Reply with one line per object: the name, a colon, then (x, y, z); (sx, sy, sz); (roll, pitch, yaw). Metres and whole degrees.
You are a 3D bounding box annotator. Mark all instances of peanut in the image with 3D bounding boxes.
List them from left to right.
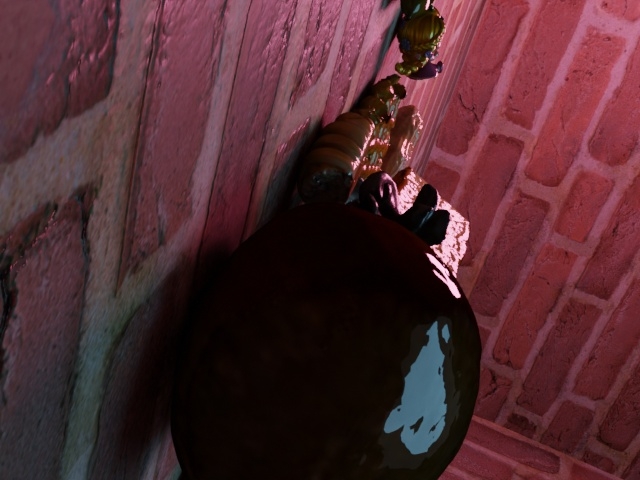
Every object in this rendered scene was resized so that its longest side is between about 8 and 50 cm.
peanut: (0.169, -0.212, 1.969); (0.098, 0.090, 0.214); (65, 45, -65)

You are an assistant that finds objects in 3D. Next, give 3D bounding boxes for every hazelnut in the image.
hazelnut: (-0.001, 0.157, 1.064); (0.421, 0.352, 0.421); (-177, -90, -81)

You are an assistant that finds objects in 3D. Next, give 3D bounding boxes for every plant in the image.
plant: (0.094, 0.048, 1.295); (0.199, 0.188, 0.276); (-26, 137, -64)

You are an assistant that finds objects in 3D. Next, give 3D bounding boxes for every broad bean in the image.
broad bean: (0.189, -0.474, 1.549); (0.098, 0.056, 0.318); (93, 16, -49)

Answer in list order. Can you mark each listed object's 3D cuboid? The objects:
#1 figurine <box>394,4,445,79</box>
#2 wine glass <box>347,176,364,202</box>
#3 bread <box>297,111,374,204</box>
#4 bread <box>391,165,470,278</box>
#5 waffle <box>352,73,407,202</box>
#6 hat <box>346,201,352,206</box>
figurine: (0.177, -0.378, 1.622); (0.115, 0.094, 0.156); (-29, 133, -42)
wine glass: (0.000, 0.000, 1.408); (0.222, 0.103, 0.103); (-60, 170, -13)
bread: (0.024, -0.119, 1.323); (0.119, 0.084, 0.177); (105, 11, -48)
bread: (0.133, 0.043, 1.746); (0.279, 0.207, 0.279); (-47, -173, 30)
waffle: (0.078, -0.150, 1.638); (0.302, 0.068, 0.325); (102, 12, -53)
hat: (0.006, -0.039, 1.501); (0.050, 0.121, 0.121); (31, -79, 60)
